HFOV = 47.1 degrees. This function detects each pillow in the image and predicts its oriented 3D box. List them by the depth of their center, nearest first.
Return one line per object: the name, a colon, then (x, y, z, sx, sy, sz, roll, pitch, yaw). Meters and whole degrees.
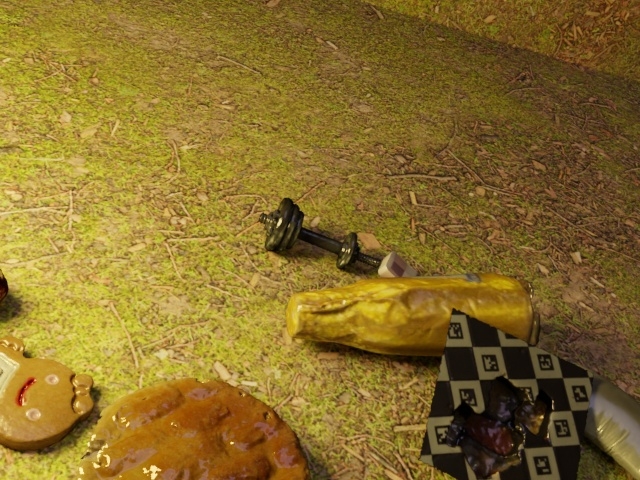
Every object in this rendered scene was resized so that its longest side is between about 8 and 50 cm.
pillow: (0.517, 0.328, 1.299, 0.254, 0.078, 0.144, 40, 52, 23)

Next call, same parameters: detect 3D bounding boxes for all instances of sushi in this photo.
sushi: (0.303, 0.294, 1.229, 0.294, 0.059, 0.292, 27, 58, -8)

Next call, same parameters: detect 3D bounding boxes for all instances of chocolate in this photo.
chocolate: (0.161, 0.132, 1.300, 0.446, 0.162, 0.162, 3, 43, -19)

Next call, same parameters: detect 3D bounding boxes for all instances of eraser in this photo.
eraser: (0.164, 0.075, 1.442, 0.105, 0.026, 0.065, 42, 36, -10)

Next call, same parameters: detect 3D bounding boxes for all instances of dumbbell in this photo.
dumbbell: (0.000, 0.000, 1.429, 0.255, 0.110, 0.110, 21, 39, -9)

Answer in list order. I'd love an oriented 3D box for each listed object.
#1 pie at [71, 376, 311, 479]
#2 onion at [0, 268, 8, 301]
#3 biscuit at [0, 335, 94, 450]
pie: (-0.166, 0.330, 0.995, 0.340, 0.083, 0.339, 11, 40, -9)
onion: (-0.533, 0.069, 1.119, 0.107, 0.097, 0.107, 16, -3, 1)
biscuit: (-0.446, 0.214, 1.033, 0.249, 0.035, 0.184, 19, 40, -4)
